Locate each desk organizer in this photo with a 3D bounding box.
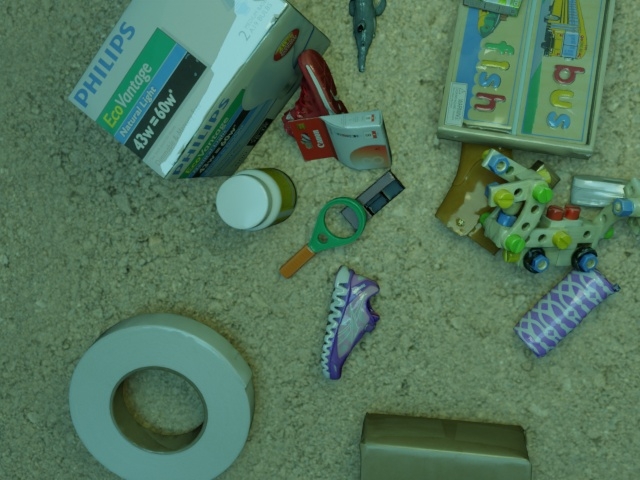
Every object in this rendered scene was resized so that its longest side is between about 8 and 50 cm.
[{"bbox_3d":[0.104,-0.081,1.473,0.130,0.047,0.050,-41,90,13],"label":"desk organizer"}]

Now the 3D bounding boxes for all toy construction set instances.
[{"bbox_3d":[0.430,-0.047,1.315,0.327,0.151,0.215,5,113,-4],"label":"toy construction set"}]

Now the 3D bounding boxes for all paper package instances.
[{"bbox_3d":[0.240,0.517,1.454,0.324,0.168,0.310,2,98,10],"label":"paper package"}]

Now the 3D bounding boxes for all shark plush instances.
[{"bbox_3d":[0.075,-0.410,1.429,0.073,0.067,0.161,15,99,9],"label":"shark plush"}]

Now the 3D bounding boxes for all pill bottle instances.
[{"bbox_3d":[-0.122,-0.080,1.434,0.119,0.208,0.119,1,96,11],"label":"pill bottle"}]

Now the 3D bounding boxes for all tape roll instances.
[{"bbox_3d":[-0.329,0.341,1.553,0.392,0.072,0.392,2,108,5],"label":"tape roll"}]

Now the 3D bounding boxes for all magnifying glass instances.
[{"bbox_3d":[0.000,0.000,1.486,0.092,0.026,0.231,46,116,-2],"label":"magnifying glass"}]

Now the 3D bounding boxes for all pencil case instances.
[{"bbox_3d":[0.465,0.131,1.411,0.206,0.088,0.086,-44,46,13],"label":"pencil case"}]

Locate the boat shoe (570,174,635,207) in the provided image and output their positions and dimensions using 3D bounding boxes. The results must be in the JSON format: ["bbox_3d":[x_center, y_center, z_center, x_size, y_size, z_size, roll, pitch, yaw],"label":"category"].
[{"bbox_3d":[0.560,-0.077,1.377,0.184,0.066,0.063,8,112,8],"label":"boat shoe"}]

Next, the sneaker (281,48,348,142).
[{"bbox_3d":[-0.030,-0.258,1.410,0.128,0.087,0.221,-12,138,17],"label":"sneaker"}]

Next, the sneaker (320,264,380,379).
[{"bbox_3d":[0.063,0.172,1.491,0.104,0.095,0.236,11,98,2],"label":"sneaker"}]

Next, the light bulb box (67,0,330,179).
[{"bbox_3d":[-0.198,-0.315,1.344,0.225,0.361,0.358,39,102,5],"label":"light bulb box"}]

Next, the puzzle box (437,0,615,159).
[{"bbox_3d":[0.375,-0.359,1.322,0.272,0.052,0.409,9,80,9],"label":"puzzle box"}]

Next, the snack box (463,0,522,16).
[{"bbox_3d":[0.320,-0.475,1.307,0.100,0.037,0.141,16,81,10],"label":"snack box"}]

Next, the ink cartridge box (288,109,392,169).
[{"bbox_3d":[0.040,-0.185,1.424,0.179,0.145,0.045,-7,62,11],"label":"ink cartridge box"}]

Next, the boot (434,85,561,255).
[{"bbox_3d":[0.284,-0.128,1.402,0.295,0.104,0.211,43,101,-1],"label":"boot"}]
